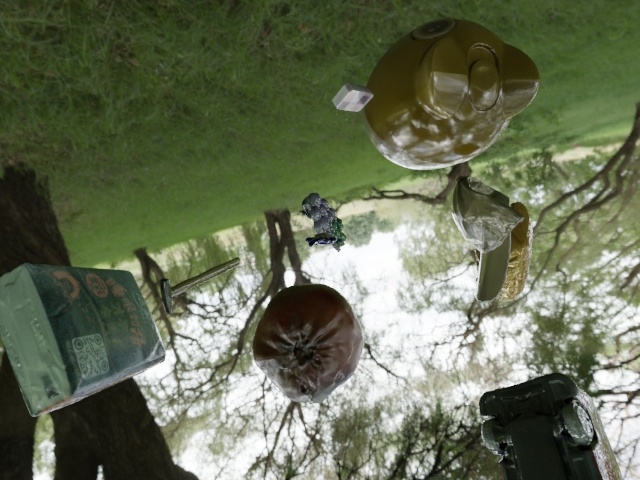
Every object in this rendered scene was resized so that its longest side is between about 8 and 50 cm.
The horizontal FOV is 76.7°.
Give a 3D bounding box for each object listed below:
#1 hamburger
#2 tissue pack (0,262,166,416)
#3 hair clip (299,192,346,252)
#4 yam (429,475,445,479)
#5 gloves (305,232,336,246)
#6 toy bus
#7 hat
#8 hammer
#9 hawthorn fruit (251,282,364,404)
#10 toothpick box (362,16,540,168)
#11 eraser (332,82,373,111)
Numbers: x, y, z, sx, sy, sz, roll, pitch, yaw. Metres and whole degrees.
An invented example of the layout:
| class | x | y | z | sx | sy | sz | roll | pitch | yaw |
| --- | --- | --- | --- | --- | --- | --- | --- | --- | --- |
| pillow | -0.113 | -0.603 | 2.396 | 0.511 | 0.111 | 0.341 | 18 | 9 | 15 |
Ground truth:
| class | x | y | z | sx | sy | sz | roll | pitch | yaw |
| --- | --- | --- | --- | --- | --- | --- | --- | --- | --- |
| hamburger | 0.572 | 0.028 | 1.269 | 0.158 | 0.318 | 0.319 | 7 | -166 | 24 |
| tissue pack | -0.426 | 0.164 | 0.758 | 0.103 | 0.227 | 0.315 | -24 | 173 | 0 |
| hair clip | 0.010 | -0.044 | 1.098 | 0.052 | 0.195 | 0.124 | -13 | -131 | 36 |
| yam | 0.308 | 0.626 | 0.987 | 0.054 | 0.132 | 0.054 | -25 | -149 | 16 |
| gloves | 0.000 | 0.000 | 0.860 | 0.064 | 0.026 | 0.086 | -7 | -174 | -5 |
| toy bus | 0.176 | 0.190 | 0.279 | 0.077 | 0.174 | 0.079 | 27 | 136 | -32 |
| hat | 0.252 | -0.002 | 0.665 | 0.144 | 0.173 | 0.166 | 30 | -160 | 12 |
| hammer | -0.215 | 0.071 | 0.753 | 0.013 | 0.062 | 0.199 | 7 | -163 | 26 |
| hawthorn fruit | -0.034 | 0.260 | 1.084 | 0.308 | 0.308 | 0.325 | -18 | 172 | -13 |
| toothpick box | 0.345 | -0.418 | 1.180 | 0.409 | 0.408 | 0.425 | -18 | -171 | -15 |
| eraser | 0.082 | -0.357 | 1.012 | 0.105 | 0.026 | 0.065 | -15 | 162 | -48 |
